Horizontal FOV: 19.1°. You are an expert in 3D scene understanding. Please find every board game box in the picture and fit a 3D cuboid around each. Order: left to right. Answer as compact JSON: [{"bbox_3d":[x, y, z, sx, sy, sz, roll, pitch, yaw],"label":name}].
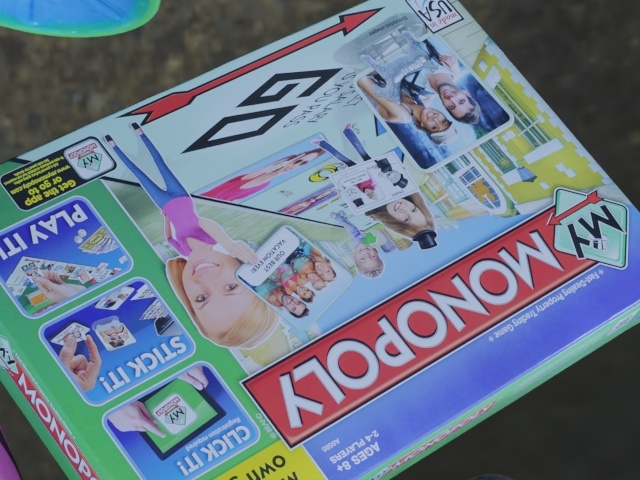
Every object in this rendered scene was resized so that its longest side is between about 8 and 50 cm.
[{"bbox_3d":[-0.003,0.010,0.910,0.317,0.213,0.046,-28,160,-31],"label":"board game box"}]

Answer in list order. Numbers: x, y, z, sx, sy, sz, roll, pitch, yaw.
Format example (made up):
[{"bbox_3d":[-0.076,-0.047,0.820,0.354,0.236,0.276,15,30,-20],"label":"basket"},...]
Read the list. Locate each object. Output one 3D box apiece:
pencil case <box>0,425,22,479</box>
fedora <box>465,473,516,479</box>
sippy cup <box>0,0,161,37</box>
[{"bbox_3d":[-0.164,0.038,0.595,0.098,0.209,0.095,-26,161,1],"label":"pencil case"},{"bbox_3d":[0.144,0.304,1.621,0.244,0.275,0.124,-22,125,25],"label":"fedora"},{"bbox_3d":[-0.237,-0.327,1.681,0.305,0.224,0.240,12,163,-10],"label":"sippy cup"}]
